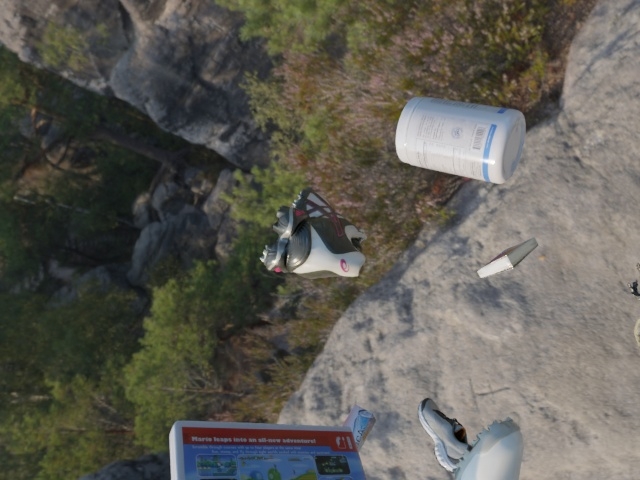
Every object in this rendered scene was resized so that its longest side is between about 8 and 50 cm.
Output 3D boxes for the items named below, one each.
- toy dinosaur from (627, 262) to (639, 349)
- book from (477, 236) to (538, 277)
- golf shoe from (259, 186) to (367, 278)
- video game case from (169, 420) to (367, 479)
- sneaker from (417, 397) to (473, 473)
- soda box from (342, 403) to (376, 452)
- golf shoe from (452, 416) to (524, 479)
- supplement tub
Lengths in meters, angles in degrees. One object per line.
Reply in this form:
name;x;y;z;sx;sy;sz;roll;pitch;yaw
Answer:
toy dinosaur;0.730;0.117;1.239;0.268;0.063;0.118;105;149;-42
book;0.456;0.041;1.384;0.096;0.144;0.035;-32;87;49
golf shoe;0.000;0.000;0.785;0.273;0.120;0.105;-67;-4;-76
video game case;-0.025;0.293;0.499;0.025;0.203;0.285;-60;31;33
sneaker;0.372;0.557;1.672;0.108;0.100;0.271;-53;23;13
soda box;0.078;0.541;1.529;0.062;0.058;0.183;20;64;30
golf shoe;0.142;0.228;0.445;0.086;0.069;0.176;28;115;49
supplement tub;0.135;-0.099;0.550;0.107;0.071;0.071;19;89;32
